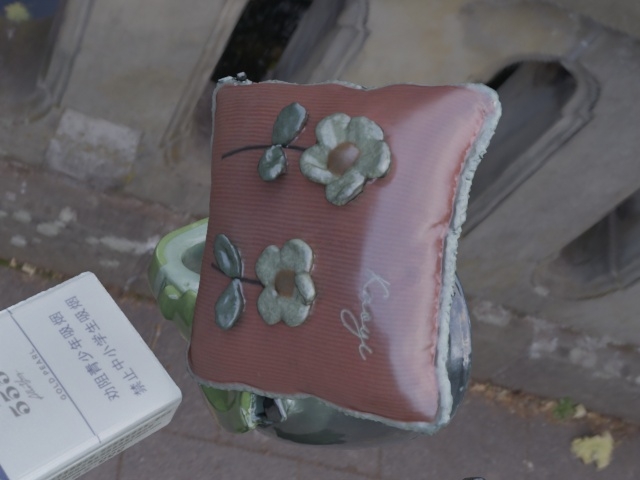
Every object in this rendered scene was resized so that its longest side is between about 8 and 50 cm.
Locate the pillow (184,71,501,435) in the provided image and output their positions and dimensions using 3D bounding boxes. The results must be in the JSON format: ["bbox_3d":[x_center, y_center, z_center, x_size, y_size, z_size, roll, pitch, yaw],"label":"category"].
[{"bbox_3d":[0.000,0.000,0.564,0.075,0.171,0.179,13,84,-58],"label":"pillow"}]

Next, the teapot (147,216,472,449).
[{"bbox_3d":[-0.023,0.062,1.064,0.239,0.239,0.321,-8,62,-33],"label":"teapot"}]

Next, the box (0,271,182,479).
[{"bbox_3d":[-0.276,0.151,0.967,0.259,0.071,0.168,-27,71,-35],"label":"box"}]

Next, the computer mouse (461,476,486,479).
[{"bbox_3d":[0.208,0.380,1.532,0.079,0.135,0.047,-15,41,-17],"label":"computer mouse"}]
